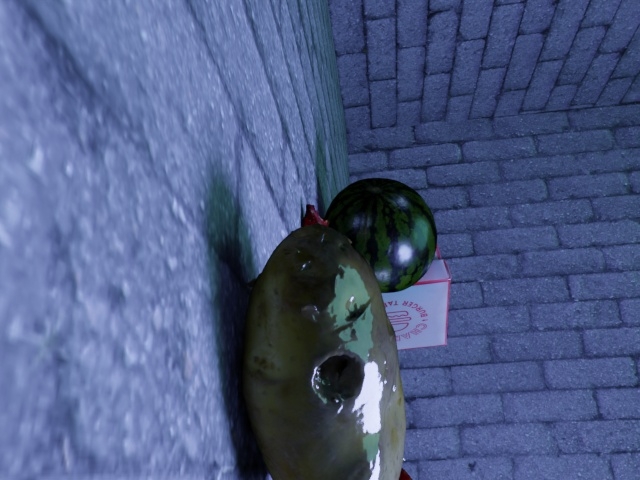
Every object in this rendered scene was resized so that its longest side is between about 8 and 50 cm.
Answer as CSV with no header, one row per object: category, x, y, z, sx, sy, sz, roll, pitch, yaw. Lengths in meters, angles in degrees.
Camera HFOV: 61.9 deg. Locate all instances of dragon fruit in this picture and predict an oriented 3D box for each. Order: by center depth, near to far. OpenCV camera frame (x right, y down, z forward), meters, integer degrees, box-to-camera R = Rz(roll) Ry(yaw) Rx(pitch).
dragon fruit,0.004,0.001,0.978,0.097,0.063,0.131,62,24,-76

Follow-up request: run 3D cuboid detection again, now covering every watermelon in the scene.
watermelon,0.142,-0.012,1.318,0.285,0.285,0.285,-5,90,-84

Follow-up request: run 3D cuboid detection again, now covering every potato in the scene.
potato,0.003,0.127,0.501,0.191,0.141,0.296,-45,133,-61

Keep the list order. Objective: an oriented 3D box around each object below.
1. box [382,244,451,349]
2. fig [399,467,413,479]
box,0.199,0.125,1.592,0.300,0.315,0.312,-93,175,-45
fig,0.129,0.661,1.272,0.249,0.186,0.203,-61,-151,31
